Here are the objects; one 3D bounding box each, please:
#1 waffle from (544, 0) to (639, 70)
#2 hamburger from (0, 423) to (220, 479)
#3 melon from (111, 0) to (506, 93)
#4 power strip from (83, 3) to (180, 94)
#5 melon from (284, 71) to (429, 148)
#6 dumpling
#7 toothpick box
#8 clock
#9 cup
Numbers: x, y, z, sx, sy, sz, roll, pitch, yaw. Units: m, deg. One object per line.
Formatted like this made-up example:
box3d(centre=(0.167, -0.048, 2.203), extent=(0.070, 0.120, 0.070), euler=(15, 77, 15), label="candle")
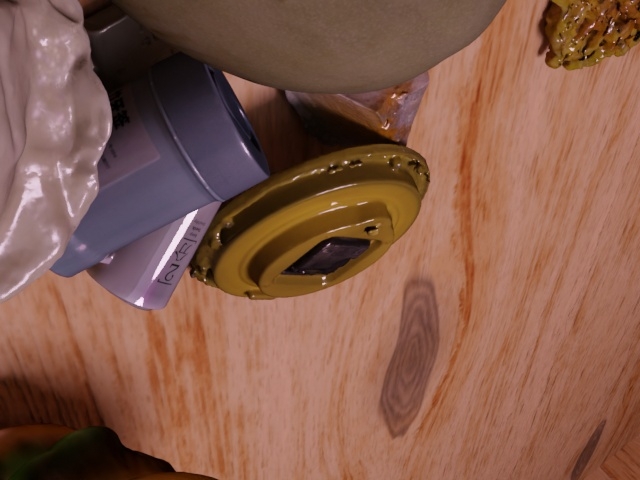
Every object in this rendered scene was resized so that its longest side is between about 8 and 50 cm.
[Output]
box3d(centre=(0.335, -0.298, 0.878), extent=(0.254, 0.052, 0.245), euler=(-29, 144, -22), label="waffle")
box3d(centre=(-0.226, 0.344, 0.668), extent=(0.396, 0.278, 0.395), euler=(12, 90, -71), label="hamburger")
box3d(centre=(-0.016, -0.207, 0.416), extent=(0.308, 0.272, 0.271), euler=(38, 95, -26), label="melon")
box3d(centre=(-0.078, -0.170, 0.582), extent=(0.253, 0.027, 0.060), euler=(-36, 145, -15), label="power strip")
box3d(centre=(0.056, -0.132, 0.716), extent=(0.139, 0.093, 0.202), euler=(-55, 152, -1), label="melon")
box3d(centre=(-0.210, -0.054, 0.444), extent=(0.193, 0.147, 0.258), euler=(21, 92, -41), label="dumpling")
box3d(centre=(-0.124, -0.053, 0.552), extent=(0.153, 0.101, 0.101), euler=(-26, 146, 5), label="toothpick box")
box3d(centre=(0.000, 0.000, 0.748), extent=(0.237, 0.057, 0.237), euler=(-20, 158, -8), label="clock")
box3d(centre=(-0.137, -0.010, 0.646), extent=(0.116, 0.074, 0.104), euler=(-57, 147, 10), label="cup")
